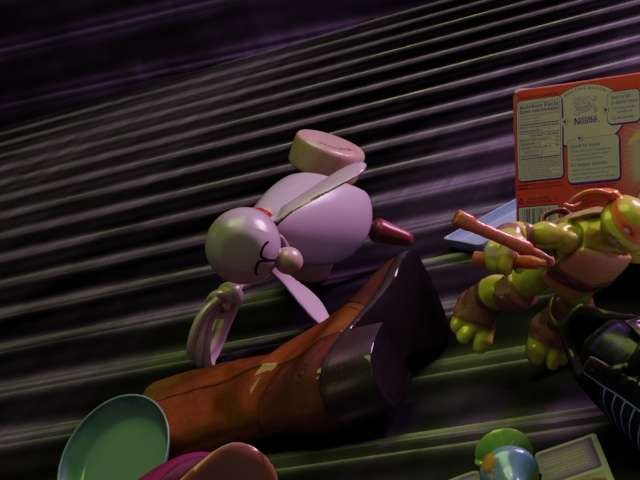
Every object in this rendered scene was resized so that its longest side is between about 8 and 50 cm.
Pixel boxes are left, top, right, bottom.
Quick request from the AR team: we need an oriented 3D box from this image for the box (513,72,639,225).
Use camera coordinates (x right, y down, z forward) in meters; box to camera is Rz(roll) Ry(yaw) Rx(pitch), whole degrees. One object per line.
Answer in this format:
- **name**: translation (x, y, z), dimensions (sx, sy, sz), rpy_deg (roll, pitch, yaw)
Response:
- **box**: translation (0.332, -0.072, 1.237), dimensions (0.300, 0.154, 0.142), rpy_deg (-5, -5, 42)

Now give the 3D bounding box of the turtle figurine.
- **turtle figurine**: translation (0.185, 0.018, 1.075), dimensions (0.269, 0.087, 0.217), rpy_deg (4, -29, -23)

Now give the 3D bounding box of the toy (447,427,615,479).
- **toy**: translation (0.129, 0.185, 0.897), dimensions (0.136, 0.056, 0.237), rpy_deg (-19, 17, 6)

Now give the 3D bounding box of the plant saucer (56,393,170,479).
- **plant saucer**: translation (-0.172, 0.190, 1.196), dimensions (0.119, 0.021, 0.119), rpy_deg (-18, 51, 25)

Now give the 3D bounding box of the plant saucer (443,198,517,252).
- **plant saucer**: translation (0.228, -0.033, 1.534), dimensions (0.192, 0.018, 0.067), rpy_deg (-27, 18, -25)

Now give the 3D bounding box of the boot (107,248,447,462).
- **boot**: translation (-0.033, 0.119, 1.290), dimensions (0.280, 0.096, 0.264), rpy_deg (-20, 23, 26)

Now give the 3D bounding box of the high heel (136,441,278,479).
- **high heel**: translation (-0.186, 0.278, 0.947), dimensions (0.377, 0.127, 0.181), rpy_deg (-32, -8, -24)

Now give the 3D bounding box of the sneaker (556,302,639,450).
- **sneaker**: translation (0.228, 0.104, 0.945), dimensions (0.081, 0.090, 0.232), rpy_deg (-46, 16, -3)

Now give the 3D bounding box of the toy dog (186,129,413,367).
- **toy dog**: translation (0.000, 0.000, 1.453), dimensions (0.161, 0.220, 0.334), rpy_deg (18, 36, 10)
